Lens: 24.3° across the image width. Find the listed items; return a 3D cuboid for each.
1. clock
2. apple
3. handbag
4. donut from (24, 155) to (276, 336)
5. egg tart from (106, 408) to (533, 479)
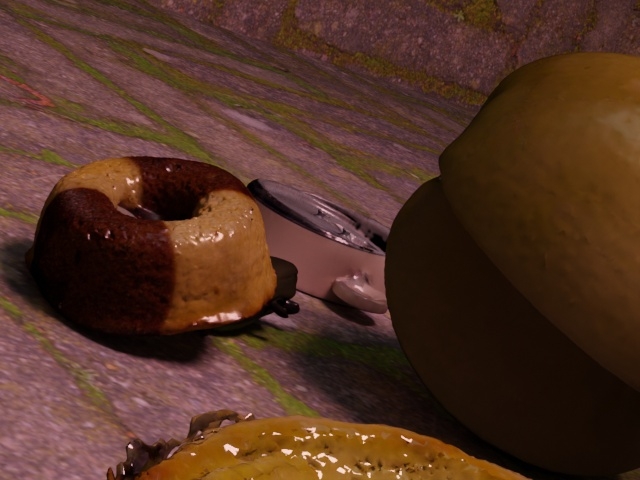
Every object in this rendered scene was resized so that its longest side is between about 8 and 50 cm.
[{"bbox_3d":[0.000,0.000,1.294,0.156,0.063,0.229,15,16,-32],"label":"clock"},{"bbox_3d":[0.187,0.014,1.024,0.254,0.292,0.292,39,13,2],"label":"apple"},{"bbox_3d":[-0.059,0.037,1.053,0.072,0.047,0.111,12,13,24],"label":"handbag"},{"bbox_3d":[-0.112,-0.002,0.985,0.166,0.073,0.184,1,23,-10],"label":"donut"},{"bbox_3d":[0.037,0.162,0.614,0.279,0.095,0.279,17,15,-5],"label":"egg tart"}]
